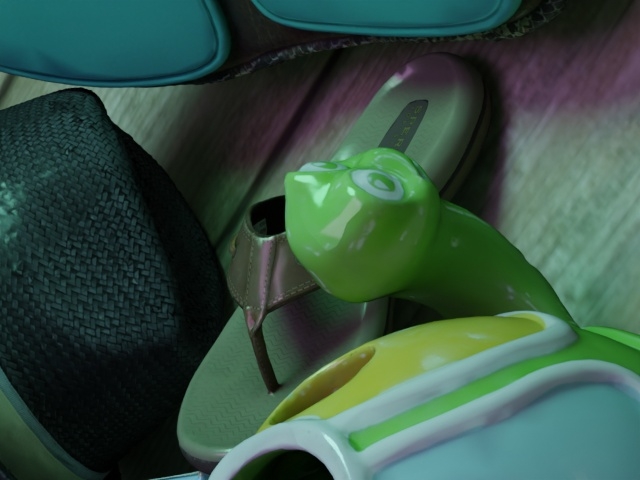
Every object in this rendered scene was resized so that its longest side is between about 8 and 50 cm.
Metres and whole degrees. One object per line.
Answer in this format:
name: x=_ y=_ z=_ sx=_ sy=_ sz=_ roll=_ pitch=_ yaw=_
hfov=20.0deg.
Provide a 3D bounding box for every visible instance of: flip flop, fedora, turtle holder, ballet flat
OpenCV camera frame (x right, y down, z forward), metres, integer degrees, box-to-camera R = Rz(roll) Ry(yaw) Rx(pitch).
flip flop: x=0.000 y=0.000 z=0.942 sx=0.112 sy=0.080 sz=0.277 roll=6 pitch=58 yaw=45
fedora: x=-0.156 y=0.017 z=1.113 sx=0.152 sy=0.334 sz=0.334 roll=-30 pitch=51 yaw=6
turtle holder: x=0.073 y=0.123 z=0.772 sx=0.243 sy=0.227 sz=0.320 roll=5 pitch=84 yaw=53
ballet flat: x=-0.032 y=-0.184 z=1.043 sx=0.483 sy=0.164 sz=0.182 roll=0 pitch=36 yaw=39

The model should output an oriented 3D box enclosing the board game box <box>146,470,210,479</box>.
board game box: x=-0.052 y=0.271 z=0.955 sx=0.142 sy=0.144 sz=0.275 roll=-17 pitch=67 yaw=47
